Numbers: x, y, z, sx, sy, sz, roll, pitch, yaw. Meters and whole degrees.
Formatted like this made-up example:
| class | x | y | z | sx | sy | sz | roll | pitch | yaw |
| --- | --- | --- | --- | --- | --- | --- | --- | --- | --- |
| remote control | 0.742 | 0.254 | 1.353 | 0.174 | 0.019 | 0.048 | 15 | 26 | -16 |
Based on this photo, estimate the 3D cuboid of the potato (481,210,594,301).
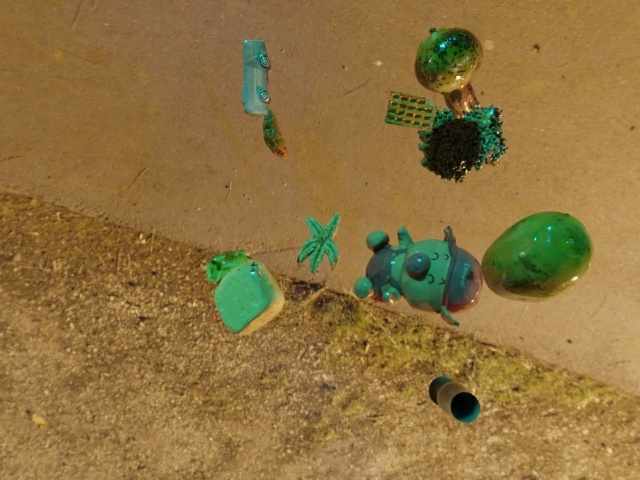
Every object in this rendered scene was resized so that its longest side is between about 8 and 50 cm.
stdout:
| class | x | y | z | sx | sy | sz | roll | pitch | yaw |
| --- | --- | --- | --- | --- | --- | --- | --- | --- | --- |
| potato | 0.564 | 0.052 | 1.067 | 0.215 | 0.216 | 0.304 | 25 | 143 | -16 |

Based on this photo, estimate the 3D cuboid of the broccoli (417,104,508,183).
| class | x | y | z | sx | sy | sz | roll | pitch | yaw |
| --- | --- | --- | --- | --- | --- | --- | --- | --- | --- |
| broccoli | 0.550 | -0.397 | 1.574 | 0.334 | 0.272 | 0.324 | -14 | 98 | 17 |

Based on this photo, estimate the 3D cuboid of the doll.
| class | x | y | z | sx | sy | sz | roll | pitch | yaw |
| --- | --- | --- | --- | --- | --- | --- | --- | --- | --- |
| doll | 0.206 | 0.065 | 0.841 | 0.255 | 0.152 | 0.196 | 3 | 98 | 37 |

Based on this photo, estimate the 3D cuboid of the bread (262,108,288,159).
| class | x | y | z | sx | sy | sz | roll | pitch | yaw |
| --- | --- | --- | --- | --- | --- | --- | --- | --- | --- |
| bread | -0.215 | -0.470 | 1.800 | 0.075 | 0.105 | 0.233 | -23 | 102 | -23 |

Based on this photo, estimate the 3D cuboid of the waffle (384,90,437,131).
| class | x | y | z | sx | sy | sz | roll | pitch | yaw |
| --- | --- | --- | --- | --- | --- | --- | --- | --- | --- |
| waffle | 0.251 | -0.358 | 1.112 | 0.134 | 0.021 | 0.092 | 11 | 120 | 5 |

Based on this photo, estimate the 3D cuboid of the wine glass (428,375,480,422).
| class | x | y | z | sx | sy | sz | roll | pitch | yaw |
| --- | --- | --- | --- | --- | --- | --- | --- | --- | --- |
| wine glass | 0.369 | 0.439 | 1.114 | 0.092 | 0.202 | 0.093 | 0 | 79 | 0 |

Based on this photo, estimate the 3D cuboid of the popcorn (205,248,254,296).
| class | x | y | z | sx | sy | sz | roll | pitch | yaw |
| --- | --- | --- | --- | --- | --- | --- | --- | --- | --- |
| popcorn | -0.433 | 0.167 | 2.000 | 0.292 | 0.293 | 0.237 | -7 | 105 | 1 |

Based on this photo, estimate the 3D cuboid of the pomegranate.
| class | x | y | z | sx | sy | sz | roll | pitch | yaw |
| --- | --- | --- | --- | --- | --- | --- | --- | --- | --- |
| pomegranate | 0.418 | -0.547 | 1.314 | 0.222 | 0.204 | 0.277 | -35 | 135 | -22 |

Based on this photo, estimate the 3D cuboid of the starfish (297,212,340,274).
| class | x | y | z | sx | sy | sz | roll | pitch | yaw |
| --- | --- | --- | --- | --- | --- | --- | --- | --- | --- |
| starfish | 0.000 | -0.001 | 1.421 | 0.216 | 0.071 | 0.238 | 36 | 82 | 18 |

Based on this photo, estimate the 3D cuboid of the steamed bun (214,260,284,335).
| class | x | y | z | sx | sy | sz | roll | pitch | yaw |
| --- | --- | --- | --- | --- | --- | --- | --- | --- | --- |
| steamed bun | -0.258 | 0.208 | 1.506 | 0.273 | 0.166 | 0.232 | -42 | 70 | 21 |

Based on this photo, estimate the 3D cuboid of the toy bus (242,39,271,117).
| class | x | y | z | sx | sy | sz | roll | pitch | yaw |
| --- | --- | --- | --- | --- | --- | --- | --- | --- | --- |
| toy bus | -0.232 | -0.584 | 1.463 | 0.109 | 0.091 | 0.262 | -1 | 99 | -10 |
